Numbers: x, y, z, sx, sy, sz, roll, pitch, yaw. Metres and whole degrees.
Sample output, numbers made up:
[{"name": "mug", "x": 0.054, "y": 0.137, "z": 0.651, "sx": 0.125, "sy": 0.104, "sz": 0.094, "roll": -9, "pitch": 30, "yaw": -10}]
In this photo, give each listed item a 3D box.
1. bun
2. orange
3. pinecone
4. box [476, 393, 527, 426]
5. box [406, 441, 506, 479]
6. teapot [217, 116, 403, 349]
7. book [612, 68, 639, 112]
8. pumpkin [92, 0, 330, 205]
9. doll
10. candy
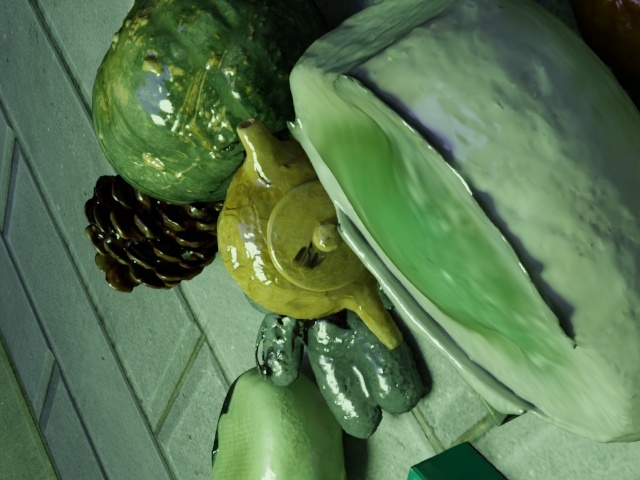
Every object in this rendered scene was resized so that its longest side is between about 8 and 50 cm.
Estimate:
[{"name": "bun", "x": -0.045, "y": 0.317, "z": 1.265, "sx": 0.283, "sy": 0.179, "sz": 0.283, "roll": -174, "pitch": 90, "yaw": -67}, {"name": "orange", "x": 0.252, "y": -0.191, "z": 0.638, "sx": 0.159, "sy": 0.136, "sz": 0.159, "roll": 32, "pitch": 131, "yaw": 45}, {"name": "pinecone", "x": -0.253, "y": -0.036, "z": 1.377, "sx": 0.272, "sy": 0.224, "sz": 0.224, "roll": -41, "pitch": 68, "yaw": 41}, {"name": "box", "x": 0.203, "y": 0.144, "z": 0.895, "sx": 0.060, "sy": 0.085, "sz": 0.063, "roll": 54, "pitch": 147, "yaw": 27}, {"name": "box", "x": 0.196, "y": 0.369, "z": 0.988, "sx": 0.245, "sy": 0.092, "sz": 0.153, "roll": 43, "pitch": 136, "yaw": 40}, {"name": "teapot", "x": 0.000, "y": 0.000, "z": 0.962, "sx": 0.311, "sy": 0.203, "sz": 0.167, "roll": 56, "pitch": 174, "yaw": -13}, {"name": "book", "x": 0.328, "y": -0.018, "z": 0.694, "sx": 0.264, "sy": 0.027, "sz": 0.202, "roll": 33, "pitch": 130, "yaw": 45}, {"name": "pumpkin", "x": -0.134, "y": -0.195, "z": 1.072, "sx": 0.257, "sy": 0.291, "sz": 0.327, "roll": 48, "pitch": 157, "yaw": 3}, {"name": "doll", "x": -0.006, "y": 0.087, "z": 1.112, "sx": 0.246, "sy": 0.158, "sz": 0.340, "roll": -34, "pitch": 71, "yaw": 34}, {"name": "candy", "x": 0.153, "y": -0.019, "z": 0.734, "sx": 0.427, "sy": 0.186, "sz": 0.386, "roll": 58, "pitch": 164, "yaw": -5}]
